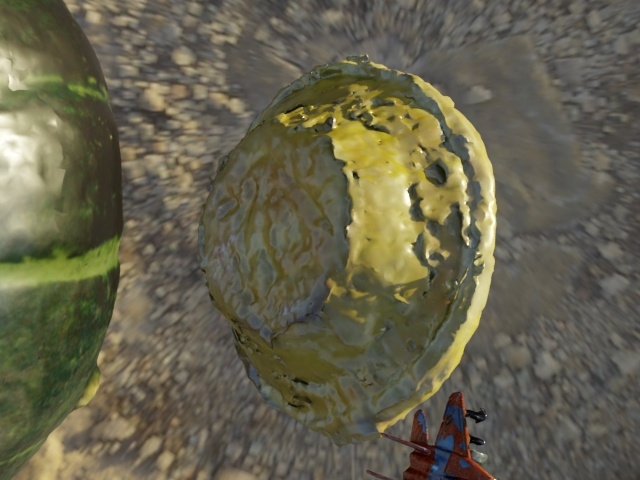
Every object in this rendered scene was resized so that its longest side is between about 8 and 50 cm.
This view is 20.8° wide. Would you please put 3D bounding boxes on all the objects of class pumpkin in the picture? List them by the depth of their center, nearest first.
[{"bbox_3d":[-0.240,-0.014,0.794,0.323,0.241,0.323,5,100,31],"label":"pumpkin"}]

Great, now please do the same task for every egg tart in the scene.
[{"bbox_3d":[0.000,-0.001,1.474,0.341,0.132,0.341,-11,74,44],"label":"egg tart"}]

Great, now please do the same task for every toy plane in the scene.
[{"bbox_3d":[0.105,0.178,1.250,0.061,0.189,0.130,27,83,-35],"label":"toy plane"}]
